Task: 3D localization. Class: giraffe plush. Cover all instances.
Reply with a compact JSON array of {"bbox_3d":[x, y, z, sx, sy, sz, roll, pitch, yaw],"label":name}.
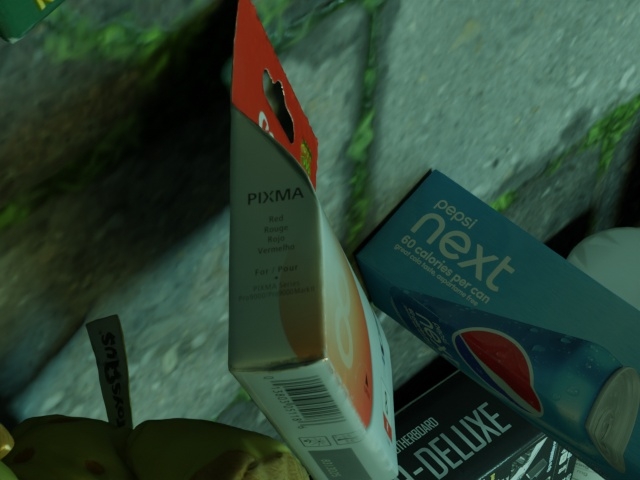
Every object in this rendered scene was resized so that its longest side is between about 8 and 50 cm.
[{"bbox_3d":[-0.118,0.130,0.686,0.181,0.210,0.170,-39,157,32],"label":"giraffe plush"}]

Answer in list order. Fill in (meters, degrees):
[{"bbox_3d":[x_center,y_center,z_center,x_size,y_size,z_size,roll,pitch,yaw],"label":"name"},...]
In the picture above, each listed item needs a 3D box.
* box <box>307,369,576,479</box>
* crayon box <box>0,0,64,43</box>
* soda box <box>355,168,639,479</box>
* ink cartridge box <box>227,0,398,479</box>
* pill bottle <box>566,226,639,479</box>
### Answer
[{"bbox_3d":[0.058,0.234,1.174,0.242,0.076,0.307,-32,147,-26],"label":"box"},{"bbox_3d":[-0.026,-0.277,0.415,0.363,0.106,0.313,-46,152,-14],"label":"crayon box"},{"bbox_3d":[0.122,0.054,0.930,0.071,0.210,0.067,-47,152,-13],"label":"soda box"},{"bbox_3d":[0.000,0.000,0.740,0.145,0.045,0.179,62,27,-61],"label":"ink cartridge box"},{"bbox_3d":[0.204,0.103,1.206,0.131,0.131,0.229,-36,149,-30],"label":"pill bottle"}]
